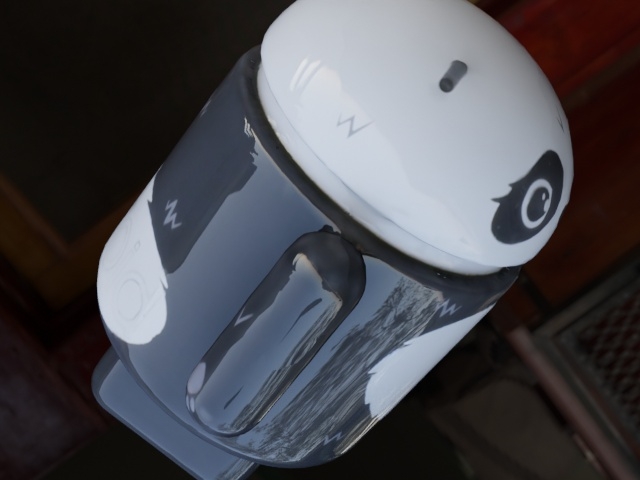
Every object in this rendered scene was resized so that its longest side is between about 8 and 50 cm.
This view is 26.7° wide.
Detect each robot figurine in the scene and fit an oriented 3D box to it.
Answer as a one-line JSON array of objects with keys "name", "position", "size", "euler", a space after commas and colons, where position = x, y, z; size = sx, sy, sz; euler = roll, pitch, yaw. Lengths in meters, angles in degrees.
[{"name": "robot figurine", "position": [0.001, 0.002, 0.670], "size": [0.173, 0.278, 0.209], "euler": [16, -143, -37]}]
